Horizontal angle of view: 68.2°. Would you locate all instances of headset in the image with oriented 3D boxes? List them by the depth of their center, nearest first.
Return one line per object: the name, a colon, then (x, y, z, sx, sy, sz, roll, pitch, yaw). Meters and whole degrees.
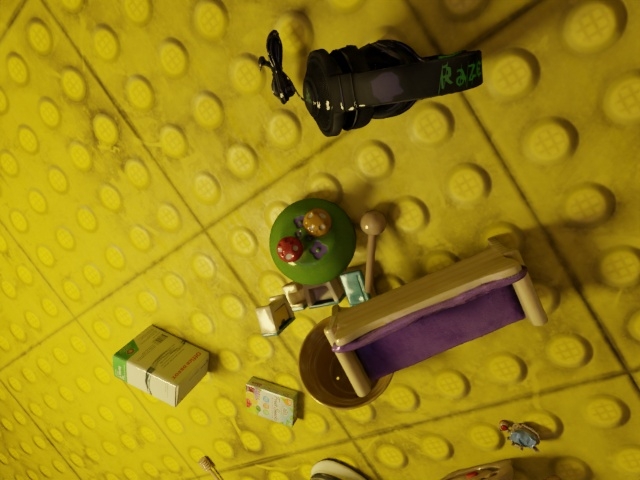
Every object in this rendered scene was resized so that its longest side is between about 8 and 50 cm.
headset: (0.058, -0.276, 0.760, 0.395, 0.244, 0.185, 8, 116, 43)

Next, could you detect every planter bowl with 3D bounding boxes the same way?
planter bowl: (0.065, 0.277, 1.057, 0.218, 0.217, 0.090, 8, 152, 21)

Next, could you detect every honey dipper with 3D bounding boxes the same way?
honey dipper: (-0.337, 0.767, 1.528, 0.031, 0.030, 0.160, -26, 104, 31)

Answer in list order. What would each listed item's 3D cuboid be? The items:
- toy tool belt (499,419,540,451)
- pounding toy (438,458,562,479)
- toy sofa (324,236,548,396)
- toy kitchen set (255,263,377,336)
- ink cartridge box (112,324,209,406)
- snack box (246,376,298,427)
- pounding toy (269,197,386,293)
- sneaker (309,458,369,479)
toy tool belt: (0.425, 0.419, 1.010, 0.084, 0.051, 0.052, 15, 118, 18)
pounding toy: (0.377, 0.575, 1.014, 0.270, 0.154, 0.154, -33, 69, 33)
toy sofa: (0.200, 0.145, 0.848, 0.363, 0.177, 0.150, -25, 102, 9)
toy kitchen set: (-0.001, 0.153, 1.006, 0.207, 0.166, 0.122, -15, 100, 29)
ink cartridge box: (-0.435, 0.342, 1.302, 0.209, 0.153, 0.086, 20, 120, 16)
snack box: (-0.132, 0.435, 1.276, 0.141, 0.037, 0.100, 12, 118, 19)
pounding toy: (0.000, 0.000, 0.932, 0.237, 0.110, 0.182, 10, 84, 13)
sneaker: (0.139, 0.755, 1.170, 0.448, 0.257, 0.168, 17, 118, 16)
